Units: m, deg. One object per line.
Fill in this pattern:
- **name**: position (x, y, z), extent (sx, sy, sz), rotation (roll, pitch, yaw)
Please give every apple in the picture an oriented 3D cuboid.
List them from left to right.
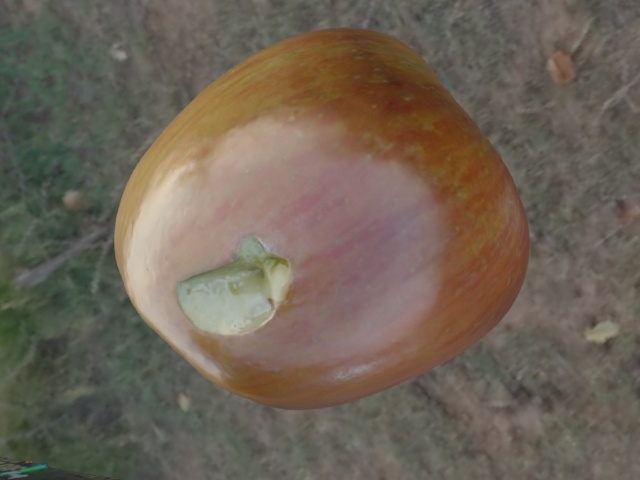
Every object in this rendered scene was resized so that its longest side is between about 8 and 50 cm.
- **apple**: position (0.000, 0.000, 0.790), extent (0.242, 0.241, 0.242), rotation (54, -172, -11)

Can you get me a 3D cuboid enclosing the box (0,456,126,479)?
- **box**: position (-0.218, 0.144, 0.440), extent (0.198, 0.310, 0.084), rotation (-5, 89, 49)
